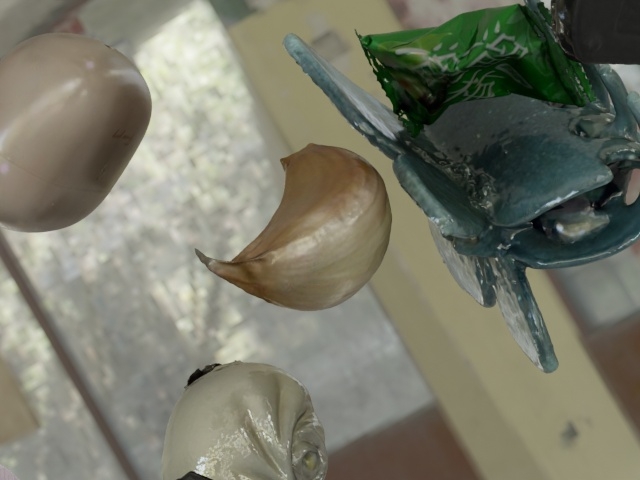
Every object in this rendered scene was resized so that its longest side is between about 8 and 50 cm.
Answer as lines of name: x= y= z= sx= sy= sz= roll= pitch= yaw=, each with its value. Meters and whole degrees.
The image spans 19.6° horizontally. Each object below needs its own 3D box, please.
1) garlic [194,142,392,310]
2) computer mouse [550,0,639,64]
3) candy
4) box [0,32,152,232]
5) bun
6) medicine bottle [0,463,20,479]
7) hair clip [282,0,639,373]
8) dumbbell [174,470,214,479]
garlic: x=0.004 y=-0.007 z=1.623 sx=0.115 sy=0.128 sz=0.206 roll=-28 pitch=13 yaw=33
computer mouse: x=0.280 y=-0.205 z=1.463 sx=0.270 sy=0.086 sz=0.137 roll=0 pitch=-62 yaw=-35
candy: x=0.143 y=-0.167 z=1.726 sx=0.203 sy=0.078 sz=0.141 roll=-6 pitch=-24 yaw=31
box: x=-0.186 y=-0.074 z=1.294 sx=0.146 sy=0.088 sz=0.200 roll=-58 pitch=-8 yaw=4
bun: x=-0.055 y=0.194 z=1.652 sx=0.120 sy=0.172 sz=0.173 roll=3 pitch=18 yaw=31
medicine bottle: x=-0.354 y=0.327 z=1.519 sx=0.253 sy=0.240 sz=0.252 roll=-8 pitch=-35 yaw=-5
hair clip: x=0.193 y=-0.081 z=1.838 sx=0.238 sy=0.392 sz=0.318 roll=-36 pitch=36 yaw=2
dumbbell: x=-0.102 y=0.199 z=1.420 sx=0.083 sy=0.040 sz=0.036 roll=16 pitch=-85 yaw=-85
